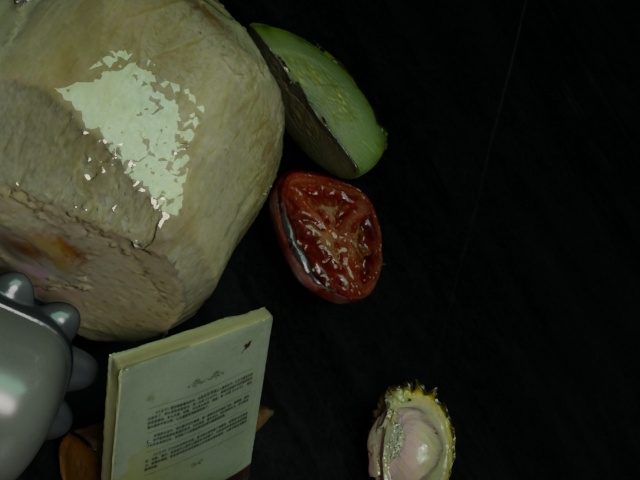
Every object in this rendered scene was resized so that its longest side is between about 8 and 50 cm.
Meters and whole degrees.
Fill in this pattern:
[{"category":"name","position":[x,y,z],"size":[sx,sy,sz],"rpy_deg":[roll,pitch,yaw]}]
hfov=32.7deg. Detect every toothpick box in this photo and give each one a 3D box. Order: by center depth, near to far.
[{"category":"toothpick box","position":[-0.374,0.112,1.036],"size":[0.316,0.229,0.229],"rpy_deg":[26,59,-24]}]

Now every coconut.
[{"category":"coconut","position":[-0.223,-0.123,1.127],"size":[0.404,0.404,0.405],"rpy_deg":[13,65,-30]}]

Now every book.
[{"category":"book","position":[-0.144,0.220,1.148],"size":[0.201,0.026,0.290],"rpy_deg":[-15,125,-41]}]

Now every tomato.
[{"category":"tomato","position":[-0.005,0.004,1.420],"size":[0.166,0.082,0.174],"rpy_deg":[13,61,-35]}]

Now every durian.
[{"category":"durian","position":[0.098,0.291,1.387],"size":[0.140,0.078,0.224],"rpy_deg":[28,68,-37]}]

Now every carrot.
[{"category":"carrot","position":[-0.159,0.224,1.221],"size":[0.263,0.102,0.102],"rpy_deg":[-13,80,-38]}]

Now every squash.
[{"category":"squash","position":[0.015,-0.203,1.474],"size":[0.155,0.204,0.237],"rpy_deg":[-34,92,-15]}]
